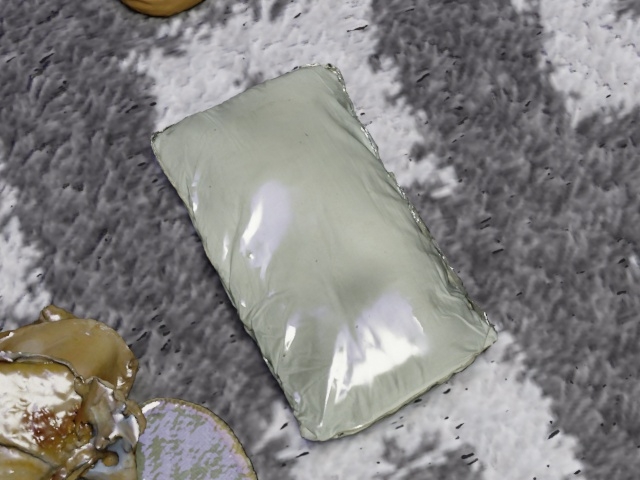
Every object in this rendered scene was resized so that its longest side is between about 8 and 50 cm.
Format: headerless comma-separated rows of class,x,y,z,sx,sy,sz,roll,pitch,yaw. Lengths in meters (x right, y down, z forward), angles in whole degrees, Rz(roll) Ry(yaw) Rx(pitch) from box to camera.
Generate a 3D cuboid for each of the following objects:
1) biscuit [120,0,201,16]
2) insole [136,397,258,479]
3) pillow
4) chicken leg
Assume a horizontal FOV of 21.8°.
biscuit,-0.018,-0.292,1.101,0.355,0.052,0.275,-28,70,-11
insole,-0.072,0.248,0.884,0.119,0.009,0.348,-2,66,-2
pillow,0.000,0.000,0.972,0.128,0.051,0.229,-23,67,-13
chicken leg,-0.182,0.119,0.904,0.196,0.080,0.125,-36,73,-10
